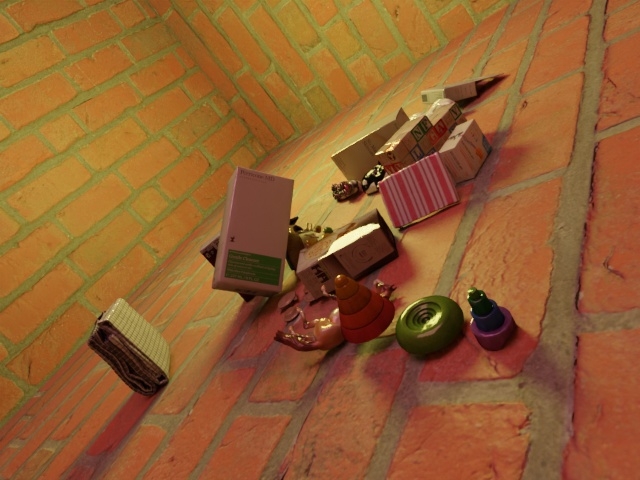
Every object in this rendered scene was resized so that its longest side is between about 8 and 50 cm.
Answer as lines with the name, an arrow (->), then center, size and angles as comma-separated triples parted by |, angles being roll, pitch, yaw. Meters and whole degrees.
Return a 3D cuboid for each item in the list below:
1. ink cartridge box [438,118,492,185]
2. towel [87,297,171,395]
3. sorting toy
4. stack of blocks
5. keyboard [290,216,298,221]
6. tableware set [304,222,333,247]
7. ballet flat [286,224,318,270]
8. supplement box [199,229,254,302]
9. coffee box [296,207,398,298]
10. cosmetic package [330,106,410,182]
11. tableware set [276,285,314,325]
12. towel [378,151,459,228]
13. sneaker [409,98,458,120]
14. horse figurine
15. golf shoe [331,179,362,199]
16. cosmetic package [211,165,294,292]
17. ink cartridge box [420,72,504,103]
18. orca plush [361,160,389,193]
ink cartridge box -> 0.385, -0.231, 1.276 | 0.062, 0.104, 0.181 | -15, 31, 52
towel -> -0.619, 0.347, 1.534 | 0.121, 0.283, 0.235 | -41, 18, -2
sorting toy -> 0.148, 0.111, 0.835 | 0.366, 0.126, 0.127 | -4, 39, 48
stack of blocks -> 0.321, -0.289, 1.425 | 0.297, 0.171, 0.087 | -46, 20, -22
keyboard -> -0.181, -0.047, 2.041 | 0.192, 0.038, 0.100 | -25, 0, 37
tableware set -> 0.000, 0.000, 1.517 | 0.154, 0.104, 0.024 | -93, 16, -54
ballet flat -> -0.074, 0.008, 1.613 | 0.124, 0.116, 0.342 | -20, 14, -5
supplement box -> -0.278, 0.076, 1.589 | 0.130, 0.239, 0.073 | -40, 18, -1
coffee box -> 0.068, 0.033, 1.240 | 0.247, 0.098, 0.141 | -29, 21, 15
cosmetic package -> 0.211, -0.348, 1.788 | 0.310, 0.160, 0.113 | -25, 24, 38
tableware set -> -0.054, 0.162, 1.321 | 0.169, 0.020, 0.141 | -35, 20, 6
towel -> 0.256, -0.129, 1.252 | 0.197, 0.144, 0.029 | -25, -12, 32
sneaker -> 0.413, -0.441, 1.766 | 0.232, 0.090, 0.115 | -23, 33, 53
horse figurine -> 0.028, 0.170, 1.053 | 0.263, 0.066, 0.174 | -38, 34, -22
golf shoe -> 0.100, -0.194, 1.808 | 0.086, 0.067, 0.186 | -11, 5, -19
cosmetic package -> -0.209, -0.022, 1.470 | 0.155, 0.197, 0.365 | 148, 129, -65
ink cartridge box -> 0.554, -0.596, 1.866 | 0.239, 0.060, 0.275 | -14, 17, -2
orca plush -> 0.232, -0.254, 1.591 | 0.151, 0.102, 0.287 | -47, 16, -31
